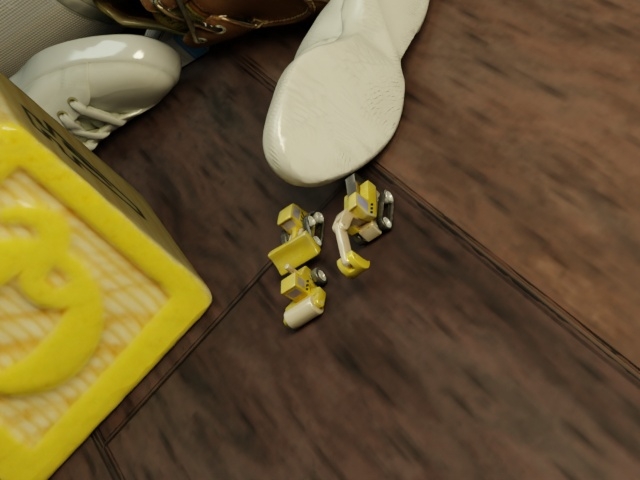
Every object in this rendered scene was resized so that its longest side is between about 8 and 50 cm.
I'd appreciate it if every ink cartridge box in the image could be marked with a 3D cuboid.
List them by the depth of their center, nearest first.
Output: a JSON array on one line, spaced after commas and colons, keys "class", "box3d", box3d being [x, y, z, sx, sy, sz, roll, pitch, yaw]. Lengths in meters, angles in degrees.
[{"class": "ink cartridge box", "box3d": [-0.125, -0.165, 1.459, 0.083, 0.028, 0.048, -26, 34, 37]}]

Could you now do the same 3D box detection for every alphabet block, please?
[{"class": "alphabet block", "box3d": [-0.219, 0.016, 1.182, 0.192, 0.193, 0.197, -48, 27, 4]}]

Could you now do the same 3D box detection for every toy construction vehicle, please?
[{"class": "toy construction vehicle", "box3d": [0.000, 0.000, 1.054, 0.086, 0.035, 0.098, -31, 32, 30]}]

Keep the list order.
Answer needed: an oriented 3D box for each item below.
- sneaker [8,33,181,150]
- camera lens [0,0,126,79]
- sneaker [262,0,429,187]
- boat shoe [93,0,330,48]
[{"class": "sneaker", "box3d": [-0.223, -0.077, 1.443, 0.290, 0.106, 0.123, -20, 65, 37]}, {"class": "camera lens", "box3d": [-0.279, -0.258, 1.597, 0.274, 0.219, 0.219, -27, 34, 36]}, {"class": "sneaker", "box3d": [0.007, -0.101, 1.152, 0.094, 0.080, 0.212, -36, 20, 47]}, {"class": "boat shoe", "box3d": [-0.080, -0.191, 1.327, 0.104, 0.111, 0.307, -46, 25, -13]}]
